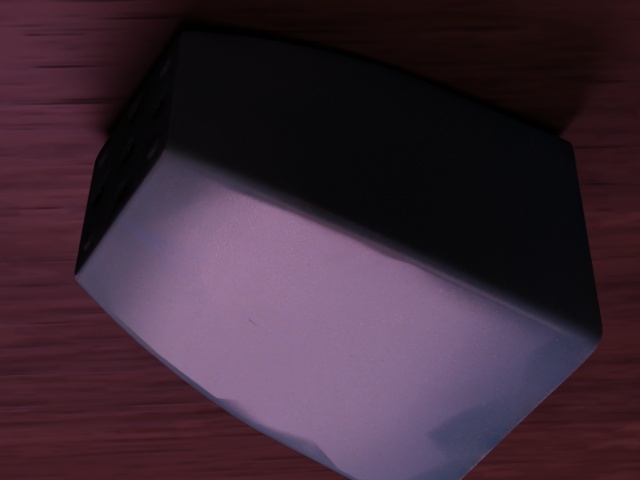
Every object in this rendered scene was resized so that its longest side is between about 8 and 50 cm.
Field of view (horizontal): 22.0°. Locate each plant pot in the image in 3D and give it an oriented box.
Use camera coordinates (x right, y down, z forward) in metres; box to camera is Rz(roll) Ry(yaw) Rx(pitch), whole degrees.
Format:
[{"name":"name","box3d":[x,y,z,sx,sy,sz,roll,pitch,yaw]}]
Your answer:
[{"name":"plant pot","box3d":[0.000,0.000,0.879,0.234,0.166,0.165,26,127,-19]}]
